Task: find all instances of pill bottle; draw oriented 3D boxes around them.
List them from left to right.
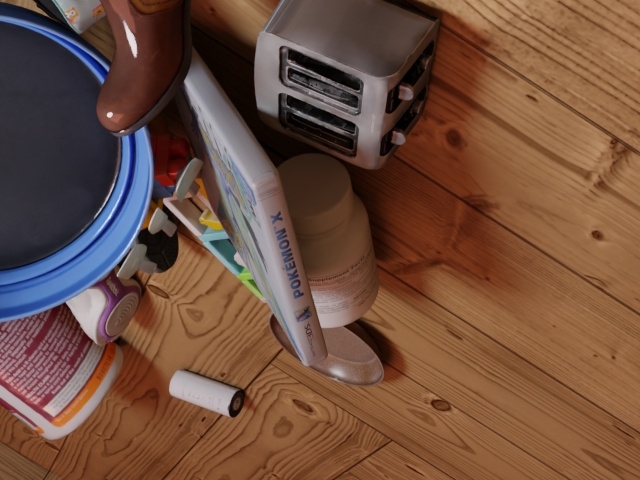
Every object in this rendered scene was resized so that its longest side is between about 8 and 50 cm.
[{"bbox_3d":[-0.577,0.170,2.334,0.392,0.224,0.224,43,149,-21],"label":"pill bottle"},{"bbox_3d":[0.000,0.000,1.607,0.131,0.131,0.229,19,149,21],"label":"pill bottle"}]

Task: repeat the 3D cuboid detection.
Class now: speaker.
[{"bbox_3d":[-0.211,0.282,2.342,0.136,0.055,0.055,15,148,26],"label":"speaker"}]

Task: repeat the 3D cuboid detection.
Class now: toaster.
[{"bbox_3d":[0.020,-0.183,1.318,0.185,0.110,0.168,25,150,11],"label":"toaster"}]

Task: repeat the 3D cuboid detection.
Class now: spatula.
[{"bbox_3d":[-0.189,-0.022,1.571,0.019,0.168,0.242,28,177,2],"label":"spatula"}]

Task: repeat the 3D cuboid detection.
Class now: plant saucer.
[{"bbox_3d":[0.015,0.153,1.938,0.198,0.036,0.198,23,150,14],"label":"plant saucer"}]

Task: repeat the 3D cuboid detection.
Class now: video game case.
[{"bbox_3d":[-0.095,-0.056,1.481,0.329,0.036,0.300,55,166,44],"label":"video game case"}]

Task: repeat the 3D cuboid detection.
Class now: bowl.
[{"bbox_3d":[-0.384,-0.087,1.416,0.391,0.391,0.077,52,-171,-34],"label":"bowl"}]

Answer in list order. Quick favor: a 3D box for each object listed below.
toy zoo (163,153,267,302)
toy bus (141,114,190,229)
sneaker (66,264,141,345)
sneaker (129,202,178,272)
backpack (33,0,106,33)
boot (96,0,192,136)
[{"bbox_3d":[-0.106,-0.016,1.787,0.192,0.030,0.293,-6,135,48],"label":"toy zoo"},{"bbox_3d":[-0.262,-0.113,1.641,0.211,0.220,0.149,-11,151,18],"label":"toy bus"},{"bbox_3d":[-0.392,0.057,2.128,0.152,0.114,0.305,32,151,27],"label":"sneaker"},{"bbox_3d":[-0.305,-0.046,1.878,0.130,0.087,0.227,-2,135,48],"label":"sneaker"},{"bbox_3d":[-0.269,-0.317,1.316,0.166,0.144,0.188,51,171,49],"label":"backpack"},{"bbox_3d":[-0.231,-0.259,1.200,0.280,0.264,0.096,23,-171,-43],"label":"boot"}]
